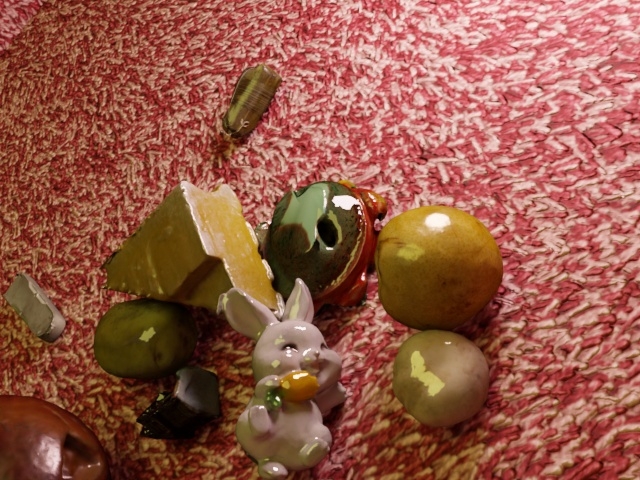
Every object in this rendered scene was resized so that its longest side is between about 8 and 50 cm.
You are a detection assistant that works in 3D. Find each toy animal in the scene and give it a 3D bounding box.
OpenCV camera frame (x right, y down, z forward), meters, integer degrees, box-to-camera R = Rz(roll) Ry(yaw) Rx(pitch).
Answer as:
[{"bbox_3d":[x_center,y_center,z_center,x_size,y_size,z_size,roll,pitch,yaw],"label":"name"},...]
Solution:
[{"bbox_3d":[-0.062,0.227,1.580,0.154,0.208,0.325,-59,45,52],"label":"toy animal"}]

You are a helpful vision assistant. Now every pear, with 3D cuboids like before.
[{"bbox_3d":[0.186,0.041,1.515,0.209,0.209,0.209,-23,46,27],"label":"pear"}]

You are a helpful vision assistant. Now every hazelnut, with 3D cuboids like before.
[{"bbox_3d":[-0.590,0.471,1.713,0.429,0.402,0.402,-39,40,-4],"label":"hazelnut"}]

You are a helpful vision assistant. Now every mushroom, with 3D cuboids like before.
[{"bbox_3d":[0.180,0.211,1.453,0.154,0.122,0.154,2,57,-2],"label":"mushroom"}]

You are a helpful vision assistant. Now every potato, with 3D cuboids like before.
[{"bbox_3d":[-0.347,0.194,1.903,0.228,0.148,0.197,-12,39,26],"label":"potato"}]

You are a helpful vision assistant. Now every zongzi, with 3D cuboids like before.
[{"bbox_3d":[-0.183,-0.320,2.224,0.187,0.084,0.184,-57,26,-3],"label":"zongzi"}]

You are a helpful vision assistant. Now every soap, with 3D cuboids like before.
[{"bbox_3d":[-0.252,0.104,1.811,0.338,0.169,0.304,-42,61,33],"label":"soap"}]

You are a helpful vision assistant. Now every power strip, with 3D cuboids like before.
[{"bbox_3d":[-0.685,0.163,2.311,0.080,0.048,0.286,-55,40,-3],"label":"power strip"}]

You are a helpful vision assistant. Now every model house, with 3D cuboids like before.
[{"bbox_3d":[-0.274,0.312,1.763,0.152,0.165,0.106,-38,58,15],"label":"model house"}]

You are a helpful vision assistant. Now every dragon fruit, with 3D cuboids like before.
[{"bbox_3d":[0.000,0.000,1.770,0.268,0.130,0.295,-19,48,37],"label":"dragon fruit"}]
